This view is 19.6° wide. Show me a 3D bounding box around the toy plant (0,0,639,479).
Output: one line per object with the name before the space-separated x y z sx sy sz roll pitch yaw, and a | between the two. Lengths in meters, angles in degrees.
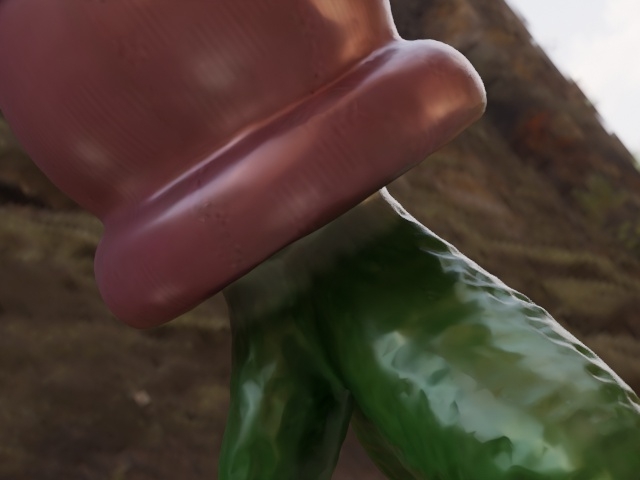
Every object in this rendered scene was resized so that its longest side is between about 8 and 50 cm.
toy plant | 0.000 -0.007 0.869 0.210 0.356 0.317 -29 0 -9
